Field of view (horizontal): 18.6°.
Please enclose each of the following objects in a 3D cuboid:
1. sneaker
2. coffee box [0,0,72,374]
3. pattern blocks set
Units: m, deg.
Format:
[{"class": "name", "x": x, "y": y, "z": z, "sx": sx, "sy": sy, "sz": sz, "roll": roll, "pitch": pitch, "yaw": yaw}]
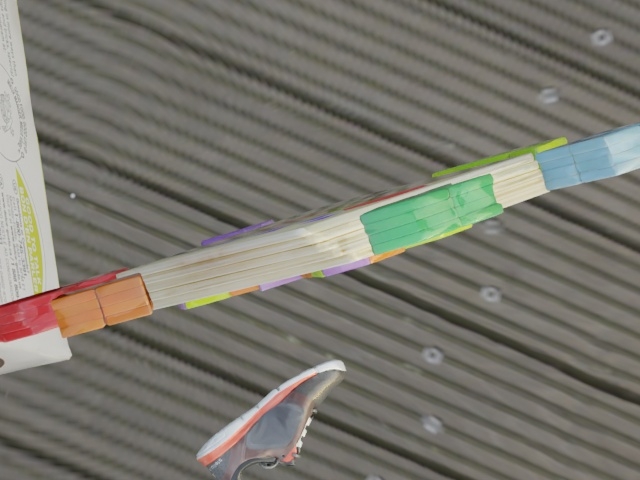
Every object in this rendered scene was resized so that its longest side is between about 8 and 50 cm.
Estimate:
[{"class": "sneaker", "x": -0.034, "y": 0.168, "z": 1.741, "sx": 0.158, "sy": 0.061, "sz": 0.065, "roll": -36, "pitch": 85, "yaw": -12}, {"class": "coffee box", "x": -0.385, "y": -0.065, "z": 1.154, "sx": 0.337, "sy": 0.334, "sz": 0.338, "roll": -14, "pitch": 78, "yaw": 15}, {"class": "pattern blocks set", "x": 0.000, "y": 0.000, "z": 0.906, "sx": 0.285, "sy": 0.325, "sz": 0.026, "roll": -18, "pitch": 92, "yaw": -26}]
